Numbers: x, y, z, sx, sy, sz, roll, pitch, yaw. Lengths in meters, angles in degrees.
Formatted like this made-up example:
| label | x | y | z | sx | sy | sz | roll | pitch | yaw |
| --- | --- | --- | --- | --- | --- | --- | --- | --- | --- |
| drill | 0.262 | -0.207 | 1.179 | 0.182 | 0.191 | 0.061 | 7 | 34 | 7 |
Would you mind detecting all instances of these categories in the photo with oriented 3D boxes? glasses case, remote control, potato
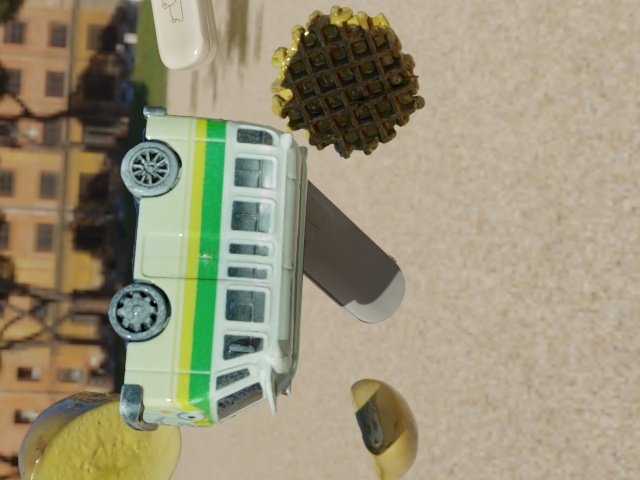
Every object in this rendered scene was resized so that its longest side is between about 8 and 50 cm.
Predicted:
| label | x | y | z | sx | sy | sz | roll | pitch | yaw |
| --- | --- | --- | --- | --- | --- | --- | --- | --- | --- |
| glasses case | -0.192 | -0.332 | 1.664 | 0.050 | 0.083 | 0.196 | 0 | -102 | -56 |
| remote control | 0.000 | 0.000 | 1.251 | 0.077 | 0.245 | 0.022 | -53 | 28 | -10 |
| potato | -0.302 | 0.264 | 1.520 | 0.158 | 0.203 | 0.178 | 16 | 136 | 47 |

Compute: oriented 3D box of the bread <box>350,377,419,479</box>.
| label | x | y | z | sx | sy | sz | roll | pitch | yaw |
| --- | --- | --- | --- | --- | --- | --- | --- | --- | --- |
| bread | 0.113 | 0.314 | 2.018 | 0.217 | 0.098 | 0.147 | 76 | 174 | -63 |

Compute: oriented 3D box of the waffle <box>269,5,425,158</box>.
| label | x | y | z | sx | sy | sz | roll | pitch | yaw |
| --- | --- | --- | --- | --- | --- | --- | --- | --- | --- |
| waffle | 0.028 | -0.184 | 1.417 | 0.038 | 0.191 | 0.191 | -87 | 4 | -61 |

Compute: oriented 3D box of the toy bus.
| label | x | y | z | sx | sy | sz | roll | pitch | yaw |
| --- | --- | --- | --- | --- | --- | --- | --- | --- | --- |
| toy bus | -0.097 | 0.030 | 1.080 | 0.133 | 0.165 | 0.276 | 90 | -178 | -74 |
